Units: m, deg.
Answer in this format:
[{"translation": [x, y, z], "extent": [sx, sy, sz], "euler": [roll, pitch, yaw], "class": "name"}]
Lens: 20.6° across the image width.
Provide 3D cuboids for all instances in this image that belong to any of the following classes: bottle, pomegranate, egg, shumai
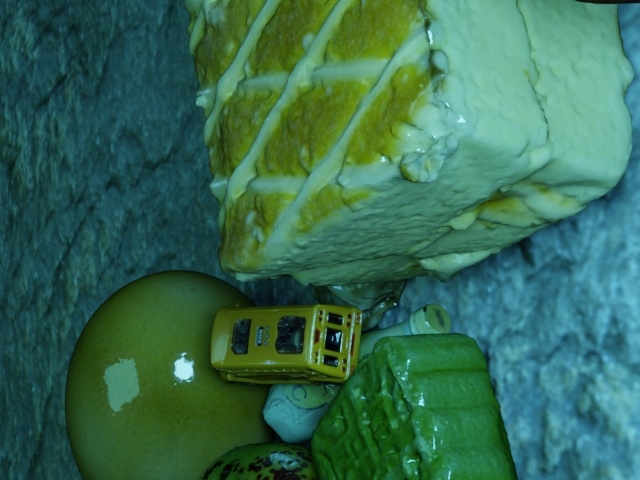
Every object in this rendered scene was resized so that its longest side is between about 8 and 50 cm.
[{"translation": [0.040, 0.137, 1.851], "extent": [0.269, 0.083, 0.083], "euler": [-36, 61, 45], "class": "bottle"}, {"translation": [-0.067, 0.320, 1.873], "extent": [0.214, 0.248, 0.214], "euler": [11, 105, 45], "class": "pomegranate"}, {"translation": [-0.172, 0.189, 2.033], "extent": [0.250, 0.250, 0.322], "euler": [46, 128, 48], "class": "egg"}, {"translation": [0.000, 0.000, 1.852], "extent": [0.161, 0.153, 0.209], "euler": [-119, 37, -47], "class": "shumai"}]

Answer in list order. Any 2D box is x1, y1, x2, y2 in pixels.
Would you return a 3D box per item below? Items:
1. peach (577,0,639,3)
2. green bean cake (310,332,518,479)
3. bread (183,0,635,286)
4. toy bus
[{"translation": [0.225, -0.357, 1.320], "extent": [0.372, 0.290, 0.373], "euler": [3, 97, 25], "class": "peach"}, {"translation": [0.098, 0.236, 1.718], "extent": [0.222, 0.125, 0.248], "euler": [-56, 47, 43], "class": "green bean cake"}, {"translation": [0.074, -0.167, 1.595], "extent": [0.390, 0.279, 0.371], "euler": [-36, 59, 53], "class": "bread"}, {"translation": [-0.048, 0.106, 1.830], "extent": [0.194, 0.088, 0.083], "euler": [-5, 75, 45], "class": "toy bus"}]
